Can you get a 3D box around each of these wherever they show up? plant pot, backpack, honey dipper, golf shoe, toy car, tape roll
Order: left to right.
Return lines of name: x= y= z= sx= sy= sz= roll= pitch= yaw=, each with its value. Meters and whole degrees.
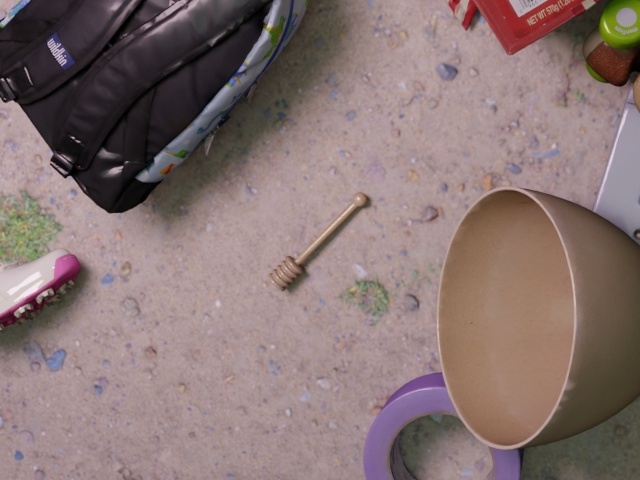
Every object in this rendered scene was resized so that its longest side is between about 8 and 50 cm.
golf shoe: x=-0.460 y=0.070 z=1.491 sx=0.306 sy=0.115 sz=0.140 roll=-28 pitch=87 yaw=14
backpack: x=-0.180 y=-0.254 z=1.329 sx=0.290 sy=0.273 sz=0.355 roll=50 pitch=126 yaw=5
honey dipper: x=0.000 y=0.000 z=1.415 sx=0.161 sy=0.030 sz=0.030 roll=-44 pitch=86 yaw=12
tape roll: x=0.151 y=0.261 z=1.387 sx=0.189 sy=0.080 sz=0.188 roll=2 pitch=98 yaw=14
plant pot: x=0.278 y=0.087 z=1.263 sx=0.191 sy=0.284 sz=0.284 roll=3 pitch=99 yaw=-23
toy car: x=0.383 y=-0.175 z=1.197 sx=0.149 sy=0.155 sz=0.188 roll=-33 pitch=80 yaw=2

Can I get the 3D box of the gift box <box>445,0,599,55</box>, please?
gift box: x=0.227 y=-0.346 z=1.207 sx=0.255 sy=0.258 sz=0.276 roll=-26 pitch=109 yaw=13

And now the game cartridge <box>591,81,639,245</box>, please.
game cartridge: x=0.465 y=-0.047 z=1.274 sx=0.294 sy=0.060 sz=0.196 roll=18 pitch=95 yaw=16
